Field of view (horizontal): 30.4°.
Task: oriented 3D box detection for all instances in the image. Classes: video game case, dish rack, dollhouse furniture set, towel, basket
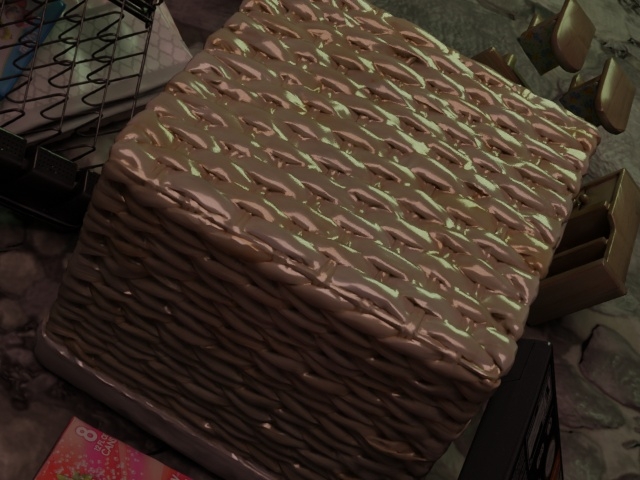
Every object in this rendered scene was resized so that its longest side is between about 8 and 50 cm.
[{"bbox_3d":[-0.313,-0.212,1.005,0.166,0.015,0.119,37,55,-21],"label":"video game case"},{"bbox_3d":[-0.236,-0.166,0.989,0.208,0.074,0.272,28,62,-43],"label":"dish rack"},{"bbox_3d":[0.124,0.250,0.822,0.035,0.248,0.275,6,40,24],"label":"video game case"},{"bbox_3d":[0.200,-0.066,1.140,0.242,0.212,0.161,50,41,-19],"label":"dollhouse furniture set"},{"bbox_3d":[-0.298,-0.236,1.069,0.331,0.053,0.317,-27,90,-40],"label":"towel"},{"bbox_3d":[0.000,0.000,0.945,0.331,0.266,0.328,29,47,3],"label":"basket"}]

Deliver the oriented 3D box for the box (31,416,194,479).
[{"bbox_3d":[-0.158,0.265,0.678,0.154,0.142,0.300,29,30,-3],"label":"box"}]
